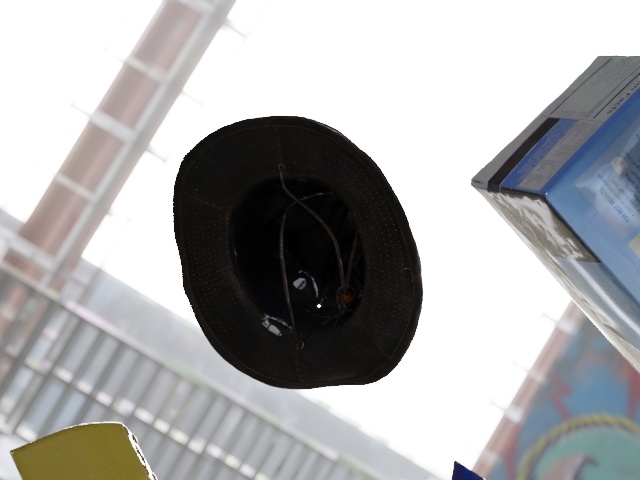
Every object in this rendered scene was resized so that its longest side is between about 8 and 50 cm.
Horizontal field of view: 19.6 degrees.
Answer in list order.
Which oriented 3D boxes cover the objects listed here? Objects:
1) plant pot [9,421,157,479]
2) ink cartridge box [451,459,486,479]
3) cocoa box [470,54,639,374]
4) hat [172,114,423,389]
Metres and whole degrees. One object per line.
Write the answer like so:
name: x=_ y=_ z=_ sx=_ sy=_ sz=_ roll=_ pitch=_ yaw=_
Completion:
plant pot: x=-0.169 y=0.179 z=1.375 sx=0.081 sy=0.083 sz=0.081 roll=61 pitch=-3 yaw=17
ink cartridge box: x=0.184 y=0.302 z=1.324 sx=0.065 sy=0.165 sz=0.333 roll=-14 pitch=29 yaw=-40
cocoa box: x=0.388 y=-0.013 z=2.085 sx=0.347 sy=0.231 sz=0.228 roll=47 pitch=-8 yaw=-15
hat: x=0.000 y=0.000 z=1.967 sx=0.331 sy=0.331 sz=0.134 roll=29 pitch=33 yaw=26
